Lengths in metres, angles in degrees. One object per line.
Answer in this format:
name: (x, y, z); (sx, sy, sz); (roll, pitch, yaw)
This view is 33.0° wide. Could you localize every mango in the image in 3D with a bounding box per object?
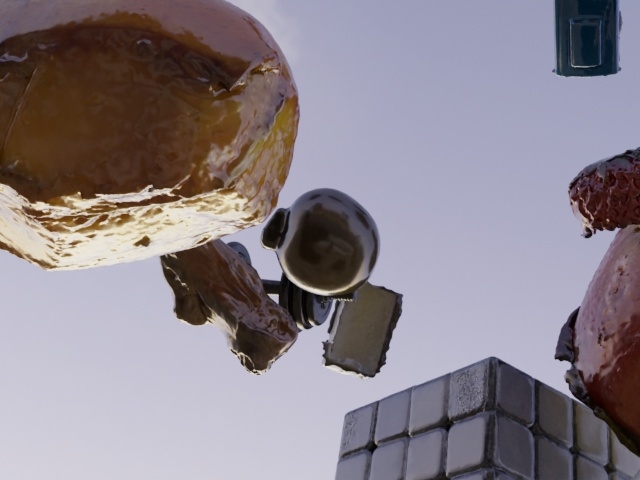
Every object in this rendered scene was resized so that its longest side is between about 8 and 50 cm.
mango: (-0.184, -0.082, 0.754); (0.350, 0.199, 0.201); (6, -63, 22)

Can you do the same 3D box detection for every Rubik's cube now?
Rubik's cube: (0.235, 0.414, 1.555); (0.345, 0.343, 0.337); (29, -39, -28)

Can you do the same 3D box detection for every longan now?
longan: (0.000, 0.000, 1.066); (0.119, 0.106, 0.106); (13, -53, 9)

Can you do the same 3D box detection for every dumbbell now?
dumbbell: (-0.061, 0.051, 1.198); (0.209, 0.099, 0.099); (4, -56, 19)

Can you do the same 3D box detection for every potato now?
potato: (0.048, 0.116, 1.377); (0.086, 0.122, 0.061); (20, -16, -4)

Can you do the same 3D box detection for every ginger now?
ginger: (-0.103, -0.013, 0.966); (0.122, 0.084, 0.290); (-24, -102, 1)

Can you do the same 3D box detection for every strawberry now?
strawberry: (0.358, -0.060, 1.255); (0.145, 0.145, 0.086); (-20, -91, 33)

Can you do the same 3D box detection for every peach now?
peach: (0.521, 0.121, 1.468); (0.339, 0.416, 0.353); (26, -16, 12)

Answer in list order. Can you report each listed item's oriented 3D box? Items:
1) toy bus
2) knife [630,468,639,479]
toy bus: (0.342, -0.300, 1.388); (0.090, 0.106, 0.184); (0, -62, 15)
knife: (0.303, 0.161, 0.872); (0.041, 0.073, 0.265); (40, -62, 18)
